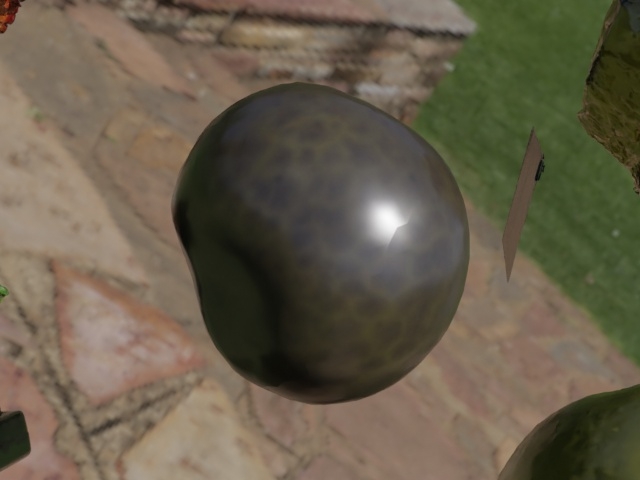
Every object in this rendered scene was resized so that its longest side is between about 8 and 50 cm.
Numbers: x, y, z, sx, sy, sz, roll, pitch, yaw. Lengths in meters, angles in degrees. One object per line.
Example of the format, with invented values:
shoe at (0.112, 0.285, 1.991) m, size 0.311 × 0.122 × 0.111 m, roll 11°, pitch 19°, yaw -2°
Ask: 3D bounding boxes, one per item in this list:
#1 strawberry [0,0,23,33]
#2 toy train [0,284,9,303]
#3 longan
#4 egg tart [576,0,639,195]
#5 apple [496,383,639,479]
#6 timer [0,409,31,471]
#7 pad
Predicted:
strawberry at (-0.372, -0.248, 1.534) m, size 0.145 × 0.145 × 0.086 m, roll -1°, pitch 59°, yaw -52°
toy train at (-0.418, 0.023, 1.219) m, size 0.307 × 0.173 × 0.249 m, roll 32°, pitch 4°, yaw 9°
longan at (0.000, 0.000, 1.027) m, size 0.212 × 0.198 × 0.198 m, roll 53°, pitch 26°, yaw 2°
egg tart at (0.259, -0.148, 1.195) m, size 0.098 × 0.231 × 0.252 m, roll 14°, pitch 10°, yaw 3°
apple at (0.235, 0.222, 0.973) m, size 0.292 × 0.292 × 0.254 m, roll 12°, pitch 65°, yaw -40°
timer at (-0.254, 0.131, 0.794) m, size 0.144 × 0.187 × 0.055 m, roll -2°, pitch 80°, yaw -85°
pad at (0.181, -0.036, 1.383) m, size 0.004 × 0.116 × 0.193 m, roll 15°, pitch 12°, yaw 1°
